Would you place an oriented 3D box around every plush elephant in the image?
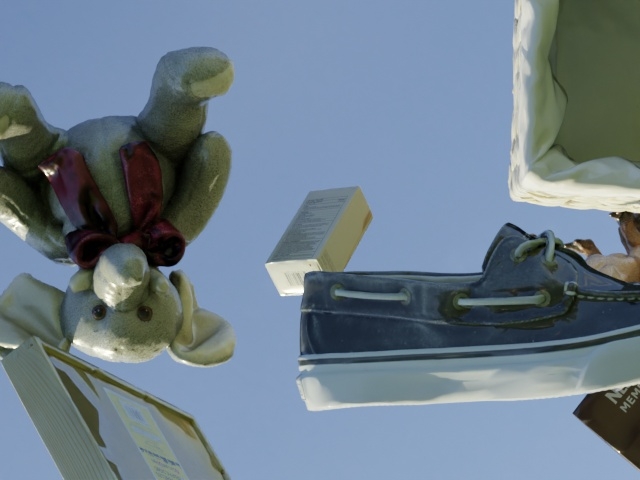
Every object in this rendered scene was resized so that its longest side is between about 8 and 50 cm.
[{"bbox_3d":[-0.208,0.005,1.838,0.271,0.255,0.330,-8,-33,-12],"label":"plush elephant"}]

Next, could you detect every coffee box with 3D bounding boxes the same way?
[{"bbox_3d":[0.438,0.184,2.352,0.168,0.119,0.297,-52,-13,10],"label":"coffee box"}]

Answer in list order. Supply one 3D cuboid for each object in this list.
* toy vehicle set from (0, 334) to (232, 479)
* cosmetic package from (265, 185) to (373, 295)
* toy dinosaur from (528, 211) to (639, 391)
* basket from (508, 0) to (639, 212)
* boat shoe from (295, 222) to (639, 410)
[{"bbox_3d":[-0.140,0.183,1.481,0.035,0.166,0.267,-39,-31,8],"label":"toy vehicle set"},{"bbox_3d":[0.000,0.000,1.719,0.115,0.060,0.041,-58,-47,-44],"label":"cosmetic package"},{"bbox_3d":[0.319,0.078,1.966,0.295,0.127,0.200,8,-118,-67],"label":"toy dinosaur"},{"bbox_3d":[0.346,-0.190,1.720,0.266,0.331,0.328,62,-150,-85],"label":"basket"},{"bbox_3d":[0.135,0.047,1.260,0.121,0.335,0.119,-5,-92,-75],"label":"boat shoe"}]
